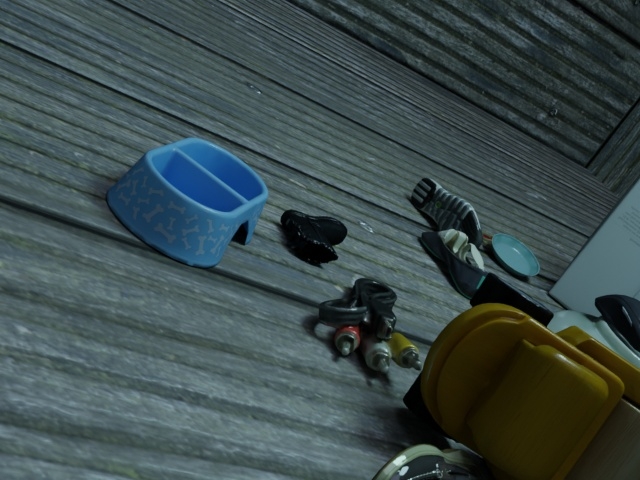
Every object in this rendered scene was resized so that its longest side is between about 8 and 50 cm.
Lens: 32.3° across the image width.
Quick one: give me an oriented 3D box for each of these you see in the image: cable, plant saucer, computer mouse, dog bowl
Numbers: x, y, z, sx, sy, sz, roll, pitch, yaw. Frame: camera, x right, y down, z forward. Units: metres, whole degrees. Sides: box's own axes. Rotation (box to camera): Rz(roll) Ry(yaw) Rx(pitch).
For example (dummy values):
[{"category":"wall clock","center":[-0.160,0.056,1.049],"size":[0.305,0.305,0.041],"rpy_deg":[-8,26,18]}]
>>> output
[{"category":"cable","center":[0.053,0.107,1.494],"size":[0.139,0.072,0.287],"rpy_deg":[15,8,-7]},{"category":"plant saucer","center":[0.561,0.236,1.986],"size":[0.400,0.101,0.400],"rpy_deg":[33,17,-11]},{"category":"computer mouse","center":[0.604,0.178,1.946],"size":[0.184,0.060,0.262],"rpy_deg":[25,20,-28]},{"category":"dog bowl","center":[-0.161,-0.059,1.445],"size":[0.166,0.074,0.297],"rpy_deg":[37,18,4]},{"category":"plant saucer","center":[0.401,0.035,2.302],"size":[0.119,0.021,0.119],"rpy_deg":[25,34,-18]}]

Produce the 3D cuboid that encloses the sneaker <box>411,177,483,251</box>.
[{"category":"sneaker","center":[0.288,-0.041,2.225],"size":[0.132,0.086,0.229],"rpy_deg":[24,20,-39]}]

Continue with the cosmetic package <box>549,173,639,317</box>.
[{"category":"cosmetic package","center":[0.662,-0.003,2.324],"size":[0.156,0.385,0.217],"rpy_deg":[38,19,11]}]

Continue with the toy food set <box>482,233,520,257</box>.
[{"category":"toy food set","center":[0.388,0.017,2.369],"size":[0.122,0.019,0.078],"rpy_deg":[21,21,-20]}]

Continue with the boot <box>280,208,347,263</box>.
[{"category":"boot","center":[0.001,0.000,1.643],"size":[0.121,0.045,0.099],"rpy_deg":[16,22,-30]}]

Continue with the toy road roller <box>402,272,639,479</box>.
[{"category":"toy road roller","center":[0.268,0.205,1.274],"size":[0.329,0.203,0.240],"rpy_deg":[33,5,-9]}]

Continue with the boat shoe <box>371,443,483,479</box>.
[{"category":"boat shoe","center":[0.120,0.259,1.132],"size":[0.073,0.080,0.223],"rpy_deg":[39,12,28]}]

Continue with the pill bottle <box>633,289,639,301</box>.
[{"category":"pill bottle","center":[0.782,0.230,2.175],"size":[0.361,0.204,0.204],"rpy_deg":[40,16,-10]}]

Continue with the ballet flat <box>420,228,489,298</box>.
[{"category":"ballet flat","center":[0.249,0.025,1.999],"size":[0.074,0.074,0.203],"rpy_deg":[24,20,-33]}]
